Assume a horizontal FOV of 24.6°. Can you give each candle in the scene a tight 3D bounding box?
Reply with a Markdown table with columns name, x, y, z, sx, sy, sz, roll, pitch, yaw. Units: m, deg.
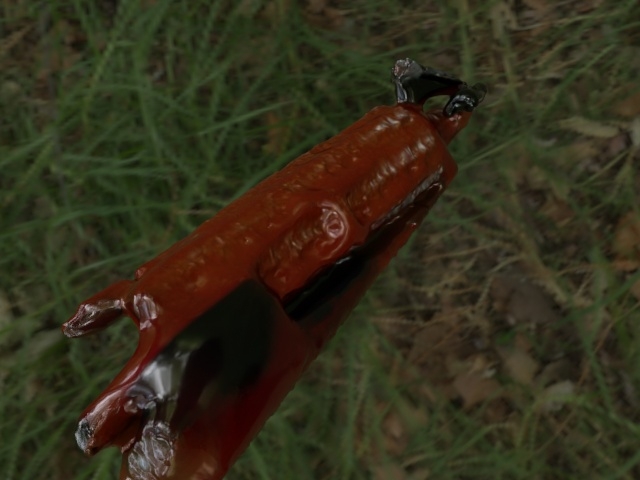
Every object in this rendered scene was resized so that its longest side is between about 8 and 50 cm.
| name | x | y | z | sx | sy | sz | roll | pitch | yaw |
| --- | --- | --- | --- | --- | --- | --- | --- | --- | --- |
| candle | 0.000 | 0.000 | 0.616 | 0.084 | 0.301 | 0.059 | 46 | 136 | 3 |
